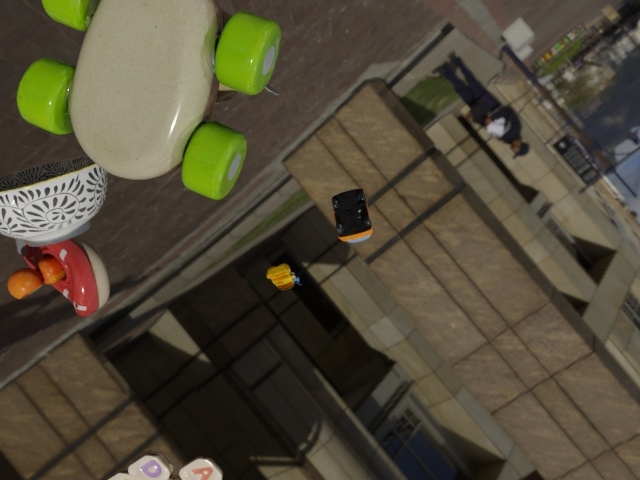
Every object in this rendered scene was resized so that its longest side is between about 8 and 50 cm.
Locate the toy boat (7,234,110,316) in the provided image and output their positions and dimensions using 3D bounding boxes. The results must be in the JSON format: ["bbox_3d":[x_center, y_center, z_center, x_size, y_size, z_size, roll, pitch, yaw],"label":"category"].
[{"bbox_3d":[-0.509,0.059,1.165,0.151,0.231,0.151,-40,157,-41],"label":"toy boat"}]

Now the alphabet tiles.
[{"bbox_3d":[-0.245,0.494,1.084,0.278,0.284,0.021,-35,-170,19],"label":"alphabet tiles"}]

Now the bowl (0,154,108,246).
[{"bbox_3d":[-0.321,-0.042,0.735,0.170,0.080,0.170,-11,-162,4],"label":"bowl"}]

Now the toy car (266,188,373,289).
[{"bbox_3d":[0.000,0.000,0.604,0.122,0.060,0.040,-29,140,-3],"label":"toy car"}]

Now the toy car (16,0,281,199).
[{"bbox_3d":[-0.105,-0.129,0.493,0.188,0.155,0.148,-51,163,-73],"label":"toy car"}]
